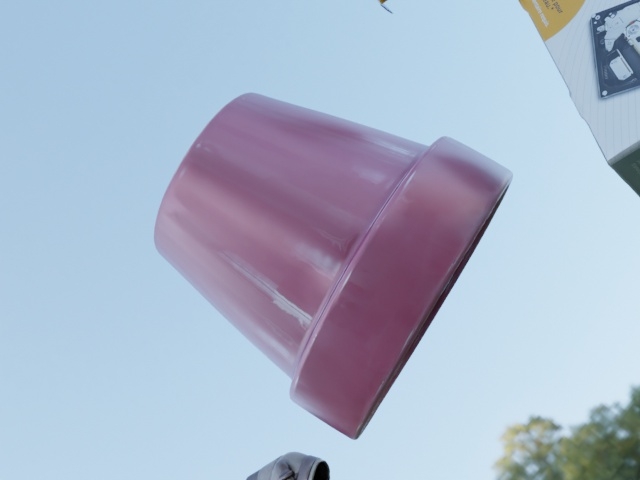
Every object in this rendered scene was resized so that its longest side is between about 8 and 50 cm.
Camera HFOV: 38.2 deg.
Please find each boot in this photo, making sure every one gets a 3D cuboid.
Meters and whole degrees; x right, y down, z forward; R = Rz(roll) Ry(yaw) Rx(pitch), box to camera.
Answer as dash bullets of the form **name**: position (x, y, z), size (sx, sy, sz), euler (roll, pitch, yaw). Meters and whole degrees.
- **boot**: position (-0.025, 0.235, 0.761), size (0.042, 0.087, 0.118), euler (10, -111, -50)

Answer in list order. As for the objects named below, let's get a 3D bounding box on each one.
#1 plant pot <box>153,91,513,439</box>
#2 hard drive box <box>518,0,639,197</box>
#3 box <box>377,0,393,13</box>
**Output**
- **plant pot**: position (0.000, 0.000, 0.613), size (0.201, 0.180, 0.201), euler (-57, -11, -17)
- **hard drive box**: position (0.244, -0.153, 0.521), size (0.232, 0.181, 0.089), euler (-34, -38, 23)
- **box**: position (0.016, -0.219, 0.636), size (0.028, 0.081, 0.136), euler (-36, -63, 11)
